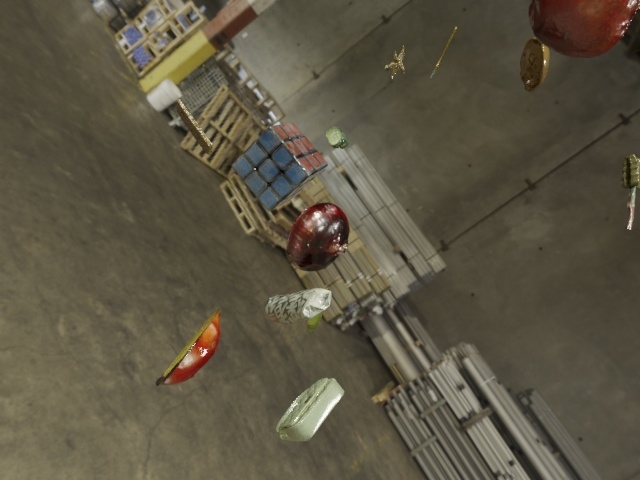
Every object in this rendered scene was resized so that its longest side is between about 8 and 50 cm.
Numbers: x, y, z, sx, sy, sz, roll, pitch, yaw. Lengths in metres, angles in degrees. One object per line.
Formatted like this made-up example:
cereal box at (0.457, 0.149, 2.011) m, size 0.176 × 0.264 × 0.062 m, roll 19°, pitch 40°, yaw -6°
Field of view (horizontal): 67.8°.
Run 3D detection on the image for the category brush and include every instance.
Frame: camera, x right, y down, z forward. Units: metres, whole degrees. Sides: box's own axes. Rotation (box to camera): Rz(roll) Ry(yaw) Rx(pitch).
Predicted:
brush at (0.501, -0.761, 1.933) m, size 0.010 × 0.218 × 0.082 m, roll 30°, pitch 39°, yaw 6°
brush at (1.229, -0.188, 1.875) m, size 0.084 × 0.301 × 0.071 m, roll 14°, pitch -9°, yaw -20°

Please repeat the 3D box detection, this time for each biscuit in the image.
biscuit at (-0.518, -0.459, 1.952) m, size 0.231 × 0.025 × 0.131 m, roll 54°, pitch -17°, yaw -1°

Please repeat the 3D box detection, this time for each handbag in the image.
handbag at (-0.053, 0.581, 1.648) m, size 0.079 × 0.219 × 0.256 m, roll 55°, pitch 48°, yaw -8°

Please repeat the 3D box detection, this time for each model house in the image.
model house at (0.069, -0.375, 1.785) m, size 0.083 × 0.066 × 0.079 m, roll 35°, pitch 24°, yaw -57°

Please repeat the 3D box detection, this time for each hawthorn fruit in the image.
hawthorn fruit at (0.721, -0.662, 1.332) m, size 0.307 × 0.265 × 0.265 m, roll 34°, pitch 2°, yaw 15°

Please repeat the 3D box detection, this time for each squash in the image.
squash at (-0.032, 0.360, 2.309) m, size 0.075 × 0.200 × 0.090 m, roll 32°, pitch 27°, yaw 24°

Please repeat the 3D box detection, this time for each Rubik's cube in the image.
Rubik's cube at (-0.197, -0.372, 2.362) m, size 0.305 × 0.301 × 0.303 m, roll 51°, pitch 26°, yaw -1°

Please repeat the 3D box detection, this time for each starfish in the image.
starfish at (0.221, -0.503, 1.349) m, size 0.016 × 0.092 × 0.086 m, roll 37°, pitch 24°, yaw 33°

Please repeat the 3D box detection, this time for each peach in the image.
peach at (-0.327, 0.293, 1.271) m, size 0.068 × 0.189 × 0.279 m, roll 46°, pitch 43°, yaw -9°

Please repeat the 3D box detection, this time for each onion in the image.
onion at (0.000, 0.000, 1.957) m, size 0.232 × 0.314 × 0.314 m, roll 40°, pitch -1°, yaw 31°

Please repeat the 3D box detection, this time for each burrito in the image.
burrito at (-0.122, 0.275, 1.955) m, size 0.101 × 0.139 × 0.445 m, roll 41°, pitch -32°, yaw -23°

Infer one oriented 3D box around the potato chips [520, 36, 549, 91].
potato chips at (0.871, -0.708, 1.915) m, size 0.195 × 0.061 × 0.208 m, roll -107°, pitch -173°, yaw -70°
